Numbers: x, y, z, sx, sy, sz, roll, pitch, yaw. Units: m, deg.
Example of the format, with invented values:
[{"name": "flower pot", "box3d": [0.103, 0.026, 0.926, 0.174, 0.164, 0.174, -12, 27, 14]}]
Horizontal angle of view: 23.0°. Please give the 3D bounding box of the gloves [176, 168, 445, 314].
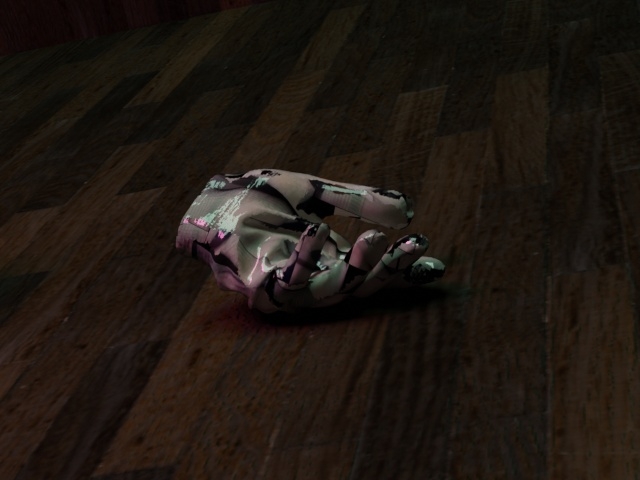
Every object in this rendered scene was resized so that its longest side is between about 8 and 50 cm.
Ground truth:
[{"name": "gloves", "box3d": [-0.003, 0.008, 1.289, 0.212, 0.111, 0.127, 23, 23, 14]}]
